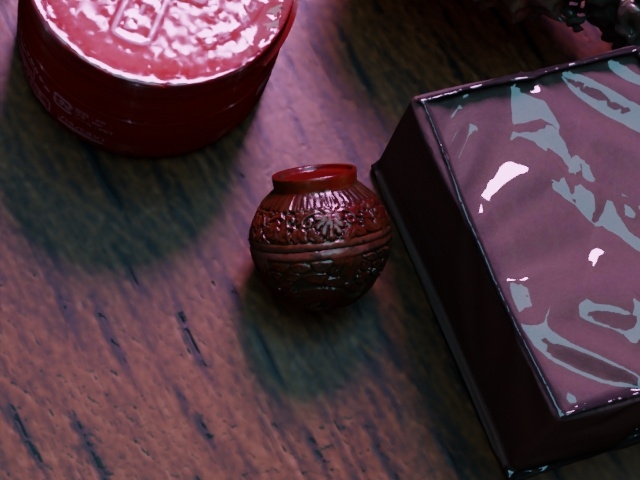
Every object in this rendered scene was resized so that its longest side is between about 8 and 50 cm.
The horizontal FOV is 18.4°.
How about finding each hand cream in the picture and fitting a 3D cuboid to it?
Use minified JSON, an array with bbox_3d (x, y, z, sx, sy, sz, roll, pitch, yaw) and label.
[{"bbox_3d":[-0.117,-0.163,1.372,0.193,0.125,0.193,4,69,-10],"label":"hand cream"}]

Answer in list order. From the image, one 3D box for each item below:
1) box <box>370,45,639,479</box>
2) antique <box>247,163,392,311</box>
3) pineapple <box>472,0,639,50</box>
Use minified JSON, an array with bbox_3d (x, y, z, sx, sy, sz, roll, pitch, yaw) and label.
[{"bbox_3d":[0.172,0.011,1.346,0.188,0.153,0.252,-15,73,-16],"label":"box"},{"bbox_3d":[0.000,0.000,1.346,0.104,0.104,0.104,4,68,-10],"label":"antique"},{"bbox_3d":[0.182,-0.204,1.408,0.361,0.175,0.175,41,66,-6],"label":"pineapple"}]
